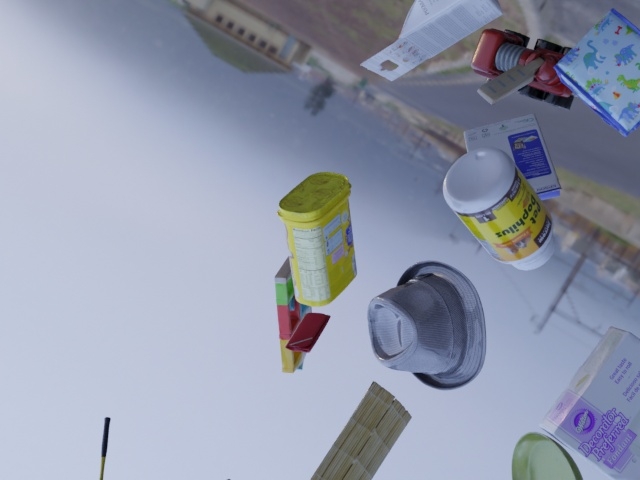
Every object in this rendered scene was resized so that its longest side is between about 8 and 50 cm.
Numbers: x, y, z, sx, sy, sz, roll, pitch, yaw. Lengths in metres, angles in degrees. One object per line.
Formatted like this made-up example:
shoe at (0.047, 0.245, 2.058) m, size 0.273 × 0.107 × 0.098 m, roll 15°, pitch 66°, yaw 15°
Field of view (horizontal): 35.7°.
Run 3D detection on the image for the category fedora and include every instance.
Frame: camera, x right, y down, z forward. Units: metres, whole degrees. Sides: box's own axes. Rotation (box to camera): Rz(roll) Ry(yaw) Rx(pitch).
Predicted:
fedora at (0.173, 0.162, 1.837) m, size 0.124 × 0.244 × 0.275 m, roll -6°, pitch -172°, yaw -27°

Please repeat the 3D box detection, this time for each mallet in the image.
mallet at (-0.471, 0.476, 2.157) m, size 0.039 × 0.190 × 0.062 m, roll 5°, pitch 162°, yaw -10°

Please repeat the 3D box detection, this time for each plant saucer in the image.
plant saucer at (0.456, 0.493, 1.957) m, size 0.037 × 0.241 × 0.241 m, roll -8°, pitch -155°, yaw -21°

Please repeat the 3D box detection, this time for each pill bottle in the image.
pill bottle at (0.287, -0.042, 1.554) m, size 0.215 × 0.117 × 0.117 m, roll 43°, pitch 177°, yaw -41°

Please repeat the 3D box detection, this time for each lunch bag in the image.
lunch bag at (0.455, -0.250, 1.510) m, size 0.151 × 0.129 × 0.096 m, roll 48°, pitch -168°, yaw 23°

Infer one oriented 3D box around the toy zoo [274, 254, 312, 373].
toy zoo at (-0.059, 0.181, 2.365) m, size 0.030 × 0.293 × 0.192 m, roll 2°, pitch -157°, yaw 14°

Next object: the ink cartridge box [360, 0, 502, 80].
ink cartridge box at (0.177, -0.352, 1.636) m, size 0.056 × 0.224 × 0.181 m, roll 66°, pitch -161°, yaw 10°

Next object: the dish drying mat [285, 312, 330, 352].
dish drying mat at (-0.014, 0.108, 1.184) m, size 0.032 × 0.008 × 0.083 m, roll 4°, pitch -154°, yaw 17°

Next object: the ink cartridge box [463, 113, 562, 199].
ink cartridge box at (0.399, -0.149, 2.078) m, size 0.333 × 0.165 × 0.065 m, roll -86°, pitch -19°, yaw -57°

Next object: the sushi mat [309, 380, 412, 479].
sushi mat at (0.066, 0.448, 2.018) m, size 0.019 × 0.316 × 0.151 m, roll 12°, pitch 151°, yaw 51°

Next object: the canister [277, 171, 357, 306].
canister at (0.000, 0.000, 1.505) m, size 0.073 × 0.170 × 0.126 m, roll 13°, pitch -143°, yaw 30°

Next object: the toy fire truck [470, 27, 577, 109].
toy fire truck at (0.376, -0.336, 1.950) m, size 0.217 × 0.158 × 0.246 m, roll 27°, pitch -168°, yaw 35°

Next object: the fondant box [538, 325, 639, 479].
fondant box at (0.615, 0.354, 1.860) m, size 0.330 × 0.238 × 0.096 m, roll 37°, pitch 179°, yaw -4°

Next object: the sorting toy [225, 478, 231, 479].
sorting toy at (-0.117, 0.515, 1.647) m, size 0.047 × 0.196 × 0.348 m, roll -9°, pitch 143°, yaw 15°
